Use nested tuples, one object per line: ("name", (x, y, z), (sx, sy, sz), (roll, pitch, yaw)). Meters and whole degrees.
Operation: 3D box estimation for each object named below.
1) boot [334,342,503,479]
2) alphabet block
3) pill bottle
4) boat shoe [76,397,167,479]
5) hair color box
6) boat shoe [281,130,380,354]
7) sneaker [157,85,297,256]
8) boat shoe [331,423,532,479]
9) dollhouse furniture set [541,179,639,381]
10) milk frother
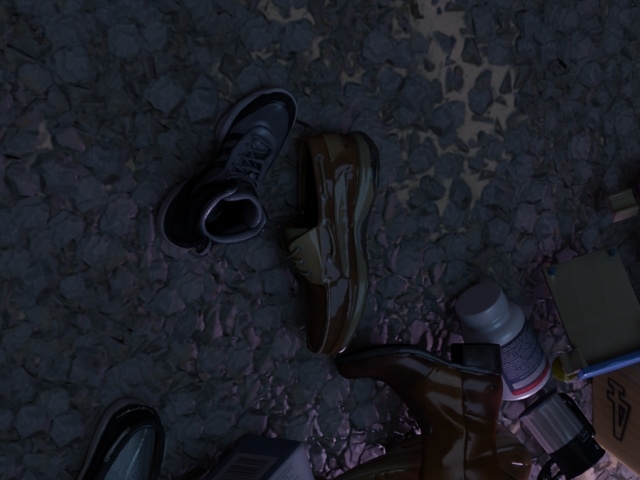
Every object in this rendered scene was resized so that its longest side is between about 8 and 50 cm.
("boot", (0.153, 0.298, 1.799), (0.264, 0.096, 0.280), (1, 87, -12))
("alphabet block", (0.600, 0.287, 2.029), (0.192, 0.197, 0.193), (-8, 108, -15))
("pill bottle", (0.290, 0.160, 1.893), (0.108, 0.108, 0.180), (-38, 119, -14))
("boat shoe", (-0.296, 0.373, 1.644), (0.114, 0.091, 0.302), (10, 98, -30))
("hair color box", (-0.067, 0.498, 1.749), (0.185, 0.113, 0.374), (-42, 123, -47))
("boat shoe", (0.000, 0.000, 1.697), (0.120, 0.122, 0.324), (4, 94, -24))
("sneaker", (-0.100, -0.088, 1.587), (0.101, 0.153, 0.268), (42, 82, -31))
("boat shoe", (0.162, 0.375, 1.886), (0.341, 0.110, 0.122), (-9, 115, -11))
("dollhouse furniture set", (0.484, 0.075, 1.974), (0.303, 0.198, 0.286), (-18, 73, -5))
("milk frother", (0.391, 0.343, 2.012), (0.143, 0.129, 0.135), (-39, 84, 18))
